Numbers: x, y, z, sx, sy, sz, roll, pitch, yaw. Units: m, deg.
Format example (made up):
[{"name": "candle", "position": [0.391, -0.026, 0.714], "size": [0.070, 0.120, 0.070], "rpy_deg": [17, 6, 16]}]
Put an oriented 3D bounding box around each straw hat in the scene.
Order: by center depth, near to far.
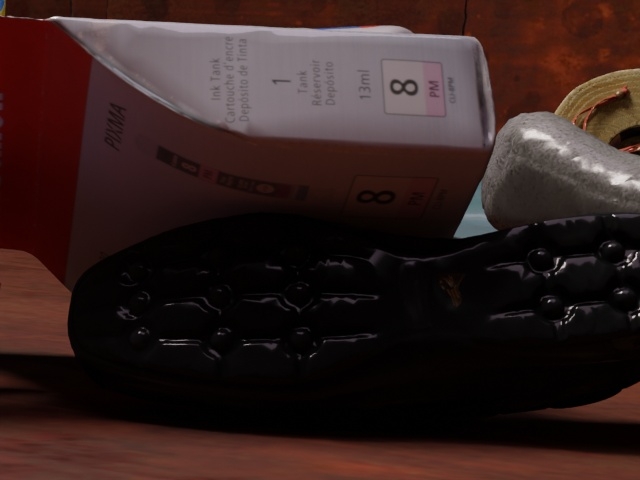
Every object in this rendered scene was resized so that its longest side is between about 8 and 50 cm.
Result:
[{"name": "straw hat", "position": [0.215, -0.040, 1.201], "size": [0.144, 0.144, 0.061], "rpy_deg": [4, -33, 5]}]

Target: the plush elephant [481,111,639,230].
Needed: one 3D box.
[{"name": "plush elephant", "position": [0.301, -0.064, 0.974], "size": [0.255, 0.272, 0.330], "rpy_deg": [-18, 47, -43]}]

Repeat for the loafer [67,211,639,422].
[{"name": "loafer", "position": [0.024, 0.034, 0.665], "size": [0.223, 0.076, 0.078], "rpy_deg": [-3, -30, -3]}]

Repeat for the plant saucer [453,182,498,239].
[{"name": "plant saucer", "position": [0.137, -0.002, 1.256], "size": [0.317, 0.044, 0.317], "rpy_deg": [5, 9, -1]}]

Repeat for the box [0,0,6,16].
[{"name": "box", "position": [-0.401, -0.157, 1.462], "size": [0.279, 0.290, 0.177], "rpy_deg": [1, 4, -23]}]

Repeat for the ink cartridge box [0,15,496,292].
[{"name": "ink cartridge box", "position": [-0.068, -0.013, 0.709], "size": [0.232, 0.066, 0.189], "rpy_deg": [-1, -26, -11]}]

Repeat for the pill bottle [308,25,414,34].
[{"name": "pill bottle", "position": [-0.047, -0.066, 1.138], "size": [0.221, 0.124, 0.124], "rpy_deg": [1, 2, 27]}]
